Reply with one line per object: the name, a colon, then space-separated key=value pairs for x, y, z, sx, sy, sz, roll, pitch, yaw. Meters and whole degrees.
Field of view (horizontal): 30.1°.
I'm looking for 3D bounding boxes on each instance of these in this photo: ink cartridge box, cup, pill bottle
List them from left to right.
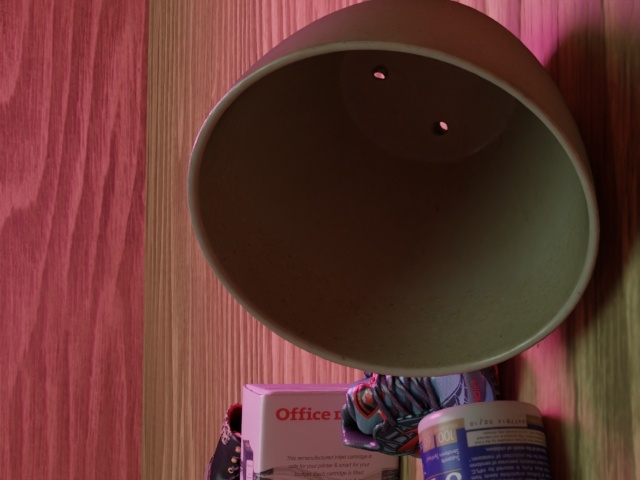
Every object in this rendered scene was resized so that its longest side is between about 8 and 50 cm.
ink cartridge box: x=-0.004 y=0.289 z=1.407 sx=0.100 sy=0.172 sz=0.237 roll=-176 pitch=87 yaw=-73
cup: x=0.079 y=-0.080 z=1.032 sx=0.237 sy=0.331 sz=0.331 roll=-69 pitch=-3 yaw=-50
pill bottle: x=0.149 y=0.241 z=1.026 sx=0.112 sy=0.112 sz=0.186 roll=126 pitch=141 yaw=-61

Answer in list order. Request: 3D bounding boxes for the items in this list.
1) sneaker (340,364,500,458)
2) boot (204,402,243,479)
sneaker: x=0.092 y=0.167 z=1.192 sx=0.262 sy=0.125 sz=0.104 roll=122 pitch=145 yaw=-59
boot: x=-0.138 y=0.407 z=1.978 sx=0.236 sy=0.085 sz=0.178 roll=-108 pitch=28 yaw=-48
